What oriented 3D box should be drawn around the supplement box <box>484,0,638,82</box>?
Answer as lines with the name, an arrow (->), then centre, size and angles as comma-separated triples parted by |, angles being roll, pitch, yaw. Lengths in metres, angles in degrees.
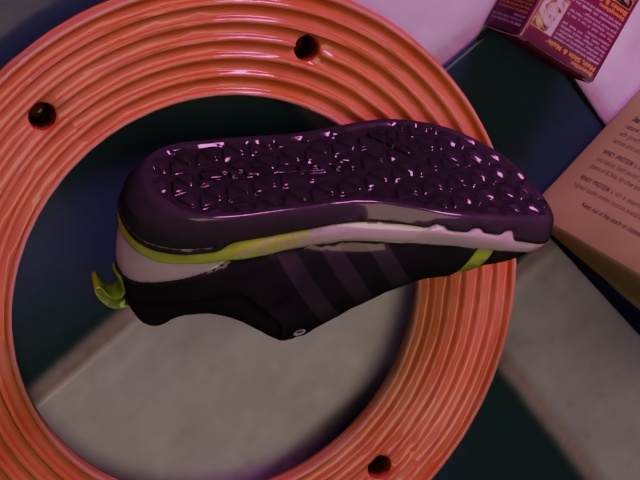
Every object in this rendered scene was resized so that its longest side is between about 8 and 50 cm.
supplement box -> 0.135, -0.134, 0.976 | 0.055, 0.043, 0.083 | 29, 93, -26

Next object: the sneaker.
sneaker -> 0.000, 0.000, 0.927 | 0.234, 0.084, 0.097 | 0, 130, -20

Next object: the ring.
ring -> -0.055, 0.029, 0.961 | 0.336, 0.032, 0.337 | -6, 109, -19

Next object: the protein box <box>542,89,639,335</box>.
protein box -> 0.258, -0.021, 0.971 | 0.201, 0.200, 0.136 | -47, 116, -3
